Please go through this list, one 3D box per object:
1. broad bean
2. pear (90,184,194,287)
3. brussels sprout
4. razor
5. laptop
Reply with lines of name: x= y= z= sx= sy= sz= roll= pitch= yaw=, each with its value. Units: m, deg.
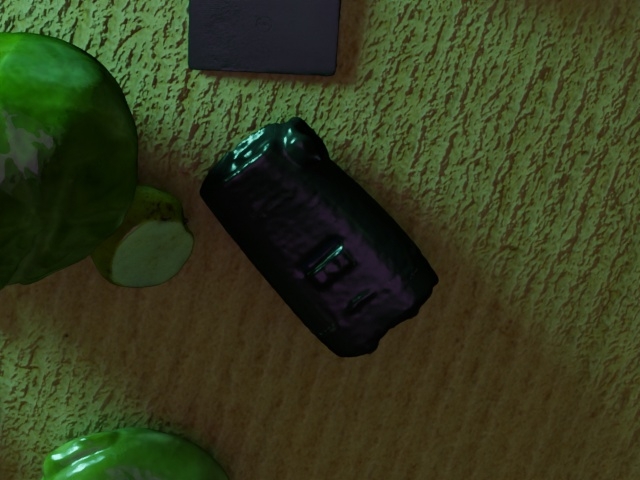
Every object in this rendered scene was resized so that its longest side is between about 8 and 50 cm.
broad bean: x=-0.263 y=0.380 z=1.812 sx=0.291 sy=0.119 sz=0.238 roll=19 pitch=99 yaw=-13
pear: x=-0.242 y=-0.012 z=1.672 sx=0.141 sy=0.104 sz=0.141 roll=-20 pitch=141 yaw=-17
brussels sprout: x=-0.383 y=-0.090 z=1.546 sx=0.289 sy=0.281 sz=0.355 roll=1 pitch=134 yaw=-22
razor: x=-0.001 y=-0.002 z=1.690 sx=0.189 sy=0.107 sz=0.327 roll=-38 pitch=108 yaw=10
laptop: x=-0.072 y=-0.281 z=1.632 sx=0.197 sy=0.016 sz=0.135 roll=3 pitch=111 yaw=-4
